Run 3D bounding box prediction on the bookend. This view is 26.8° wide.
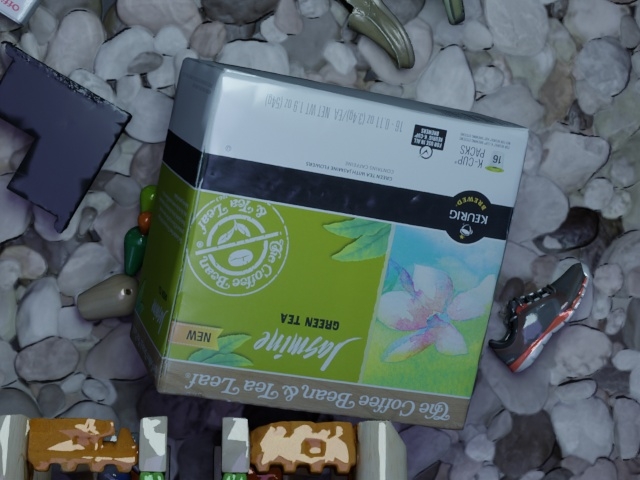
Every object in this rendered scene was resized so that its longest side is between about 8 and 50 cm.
[{"bbox_3d":[-0.318,-0.114,1.517,0.156,0.072,0.157,30,90,-8],"label":"bookend"}]

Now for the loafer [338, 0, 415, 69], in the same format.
[{"bbox_3d":[0.057,-0.256,1.569,0.050,0.056,0.148,-34,88,-3],"label":"loafer"}]

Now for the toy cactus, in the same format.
[{"bbox_3d":[-0.190,0.046,1.546,0.180,0.112,0.219,-18,99,13],"label":"toy cactus"}]

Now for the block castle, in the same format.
[{"bbox_3d":[-0.136,0.305,1.402,0.453,0.303,0.212,1,75,-6],"label":"block castle"}]

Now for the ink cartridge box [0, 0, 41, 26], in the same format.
[{"bbox_3d":[-0.340,-0.315,1.511,0.088,0.052,0.122,34,88,-8],"label":"ink cartridge box"}]

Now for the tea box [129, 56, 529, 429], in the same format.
[{"bbox_3d":[0.000,0.000,1.402,0.329,0.220,0.323,8,99,-17],"label":"tea box"}]

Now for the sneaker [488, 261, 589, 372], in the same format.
[{"bbox_3d":[0.261,0.083,1.617,0.065,0.061,0.158,37,88,-2],"label":"sneaker"}]

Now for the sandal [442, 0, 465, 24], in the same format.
[{"bbox_3d":[0.063,-0.363,1.539,0.086,0.120,0.303,-40,91,9],"label":"sandal"}]
